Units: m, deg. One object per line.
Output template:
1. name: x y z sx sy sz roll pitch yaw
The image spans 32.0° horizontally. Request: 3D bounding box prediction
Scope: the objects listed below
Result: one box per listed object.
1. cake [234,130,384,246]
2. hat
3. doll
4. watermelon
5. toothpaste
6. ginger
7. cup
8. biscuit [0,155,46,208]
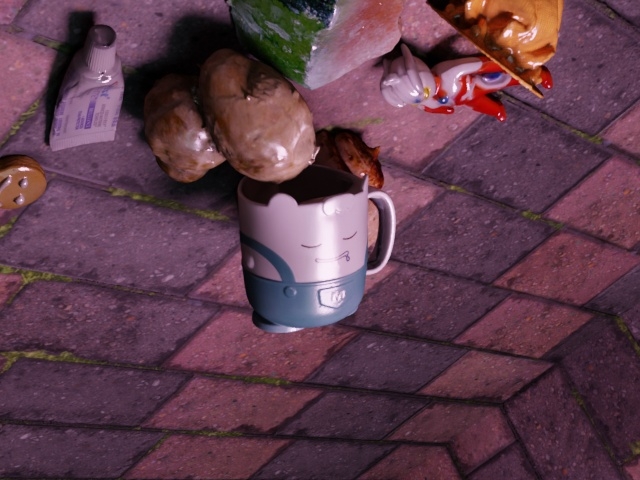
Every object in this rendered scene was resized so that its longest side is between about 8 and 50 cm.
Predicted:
1. cake: 0.013 -0.065 2.112 0.293 0.199 0.196 -34 146 12
2. hat: 0.344 -0.404 1.845 0.233 0.244 0.233 -52 151 15
3. doll: 0.255 -0.284 2.041 0.383 0.099 0.188 1 154 -39
4. watermelon: 0.027 -0.365 1.692 0.301 0.151 0.264 -12 148 -22
5. toothpaste: -0.355 -0.228 1.720 0.099 0.069 0.282 14 145 -10
6. ginger: -0.167 -0.186 1.789 0.304 0.155 0.245 -2 142 32
7. cup: 0.000 0.000 1.901 0.289 0.219 0.258 -14 116 -30
8. biscuit: -0.584 -0.082 1.781 0.301 0.049 0.197 -5 146 -33
